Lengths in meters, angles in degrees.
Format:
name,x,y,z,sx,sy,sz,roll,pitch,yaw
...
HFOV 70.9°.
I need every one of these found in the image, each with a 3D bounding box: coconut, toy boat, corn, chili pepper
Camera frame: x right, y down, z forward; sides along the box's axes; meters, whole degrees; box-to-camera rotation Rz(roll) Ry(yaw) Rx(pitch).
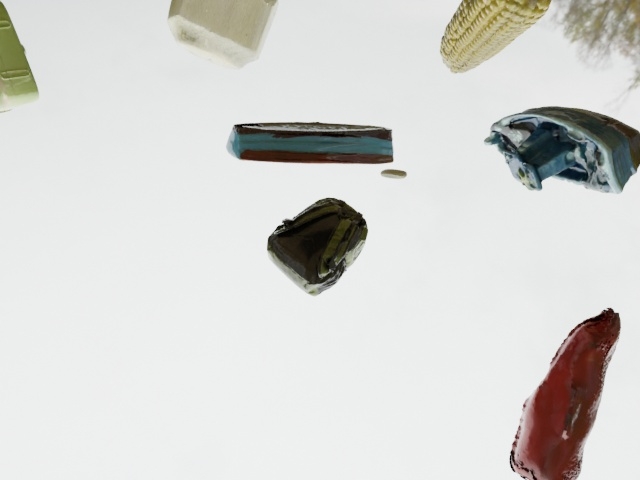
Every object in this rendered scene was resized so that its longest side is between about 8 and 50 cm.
name,x,y,z,sx,sy,sz,roll,pitch,yaw
coconut,-0.227,-0.557,1.061,0.237,0.266,0.237,25,-172,-4
toy boat,0.003,-0.199,0.933,0.392,0.079,0.136,-6,-151,-29
toy boat,0.175,-0.070,0.347,0.061,0.060,0.137,-33,-151,4
corn,0.314,-0.412,0.840,0.130,0.347,0.130,0,-92,-6
chili pepper,0.385,0.284,0.723,0.110,0.388,0.110,14,-169,-3

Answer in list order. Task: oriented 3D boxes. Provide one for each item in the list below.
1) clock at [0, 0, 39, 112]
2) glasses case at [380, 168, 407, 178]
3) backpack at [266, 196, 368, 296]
name,x,y,z,sx,sy,sz,roll,pitch,yaw
clock,-0.817,-0.440,1.121,0.308,0.235,0.096,6,-153,45
glasses case,0.217,-0.198,1.336,0.083,0.021,0.032,13,-138,35
backpack,0.000,0.000,1.132,0.207,0.140,0.253,39,-110,20
